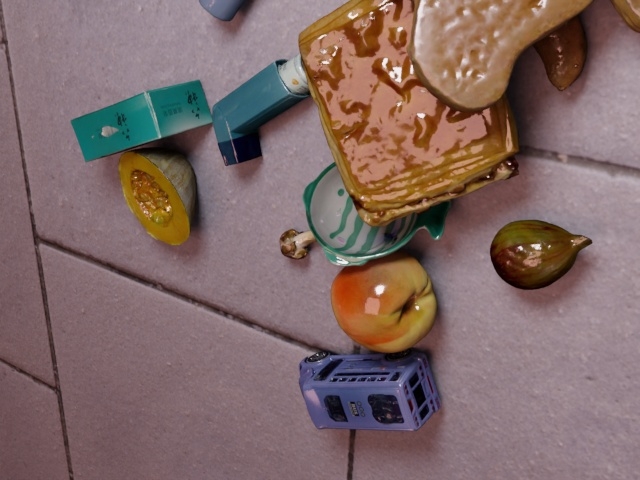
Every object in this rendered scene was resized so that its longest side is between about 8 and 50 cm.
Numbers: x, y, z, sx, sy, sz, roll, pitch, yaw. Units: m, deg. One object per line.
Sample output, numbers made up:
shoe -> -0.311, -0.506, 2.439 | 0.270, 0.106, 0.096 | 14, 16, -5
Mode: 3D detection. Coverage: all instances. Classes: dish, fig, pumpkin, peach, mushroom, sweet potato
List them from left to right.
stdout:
pumpkin -> -0.320, -0.108, 1.446 | 0.217, 0.110, 0.217 | 24, 139, 24
mushroom -> 0.000, 0.000, 1.300 | 0.187, 0.061, 0.060 | -9, 99, 33
dish -> 0.093, -0.044, 1.172 | 0.246, 0.224, 0.078 | 11, 160, 18
peach -> 0.105, 0.103, 1.198 | 0.184, 0.184, 0.184 | 14, 117, 30
sweet potato -> 0.249, -0.360, 0.947 | 0.341, 0.092, 0.114 | 49, 145, 9
fig -> 0.331, 0.014, 1.043 | 0.109, 0.103, 0.154 | 42, 140, -15

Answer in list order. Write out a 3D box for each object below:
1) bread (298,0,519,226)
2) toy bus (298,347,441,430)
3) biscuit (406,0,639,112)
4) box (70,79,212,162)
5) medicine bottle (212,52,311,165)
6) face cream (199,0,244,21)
bread -> 0.138, -0.212, 1.038 | 0.277, 0.167, 0.325 | -20, 102, 26
toy bus -> 0.069, 0.289, 1.323 | 0.292, 0.133, 0.126 | -9, 104, 37
biscuit -> 0.260, -0.361, 0.860 | 0.394, 0.076, 0.368 | -31, 93, 10
box -> -0.356, -0.235, 1.382 | 0.244, 0.153, 0.092 | -7, 104, 38
medicine bottle -> -0.098, -0.236, 1.250 | 0.258, 0.079, 0.124 | -27, 89, 39
face cream -> -0.079, -0.525, 1.114 | 0.135, 0.086, 0.385 | 47, 124, 9
